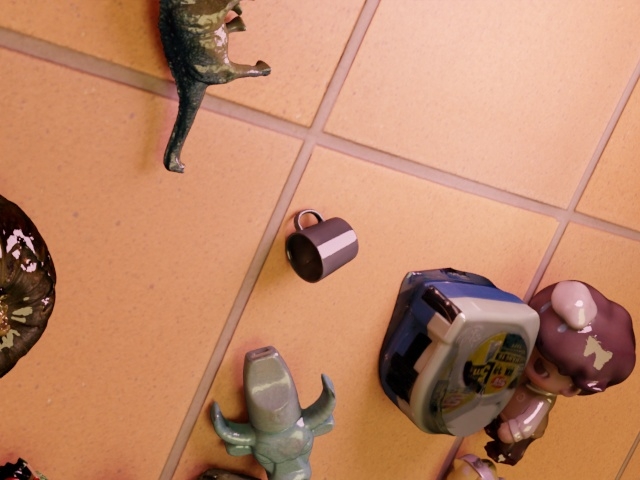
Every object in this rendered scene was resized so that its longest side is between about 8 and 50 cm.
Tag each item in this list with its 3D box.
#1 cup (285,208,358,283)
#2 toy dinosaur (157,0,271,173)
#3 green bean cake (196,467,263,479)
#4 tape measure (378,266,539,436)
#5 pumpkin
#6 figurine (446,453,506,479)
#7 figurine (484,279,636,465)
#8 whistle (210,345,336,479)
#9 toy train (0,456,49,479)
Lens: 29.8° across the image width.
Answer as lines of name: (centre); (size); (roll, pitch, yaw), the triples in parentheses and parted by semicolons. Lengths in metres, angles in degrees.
cup: (0.000, 0.000, 1.700); (0.077, 0.078, 0.100); (-27, 101, -35)
toy dinosaur: (-0.140, -0.244, 1.404); (0.147, 0.076, 0.363); (-24, 134, -22)
green bean cake: (-0.083, 0.442, 1.780); (0.125, 0.222, 0.227); (-57, 142, 2)
tape measure: (0.225, 0.192, 1.980); (0.259, 0.138, 0.262); (8, 109, -44)
pumpkin: (-0.394, 0.059, 1.292); (0.238, 0.159, 0.238); (-23, 126, -37)
figurine: (0.261, 0.487, 2.210); (0.208, 0.128, 0.184); (-20, 125, -28)
figurine: (0.394, 0.222, 2.133); (0.365, 0.206, 0.218); (-46, -177, 26)
whistle: (-0.064, 0.270, 1.791); (0.186, 0.093, 0.274); (-14, 125, -5)
toy train: (-0.402, 0.346, 1.542); (0.087, 0.050, 0.138); (33, 90, -42)
